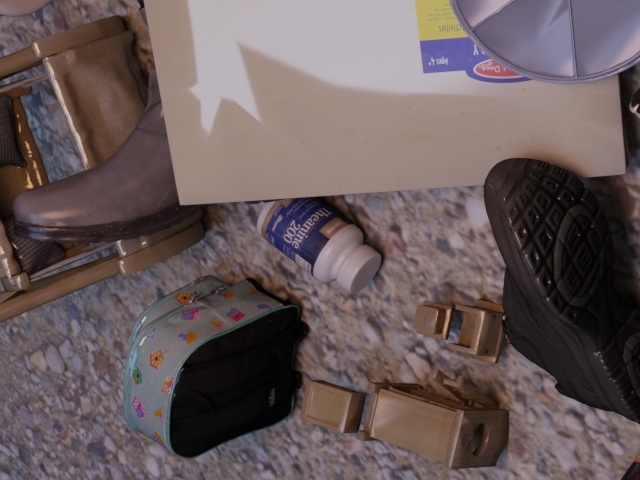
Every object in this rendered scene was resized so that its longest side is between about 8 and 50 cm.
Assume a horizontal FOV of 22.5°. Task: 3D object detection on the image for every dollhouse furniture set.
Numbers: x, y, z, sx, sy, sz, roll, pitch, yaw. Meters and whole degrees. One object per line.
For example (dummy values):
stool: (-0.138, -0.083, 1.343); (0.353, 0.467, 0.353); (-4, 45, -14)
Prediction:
dollhouse furniture set: (0.096, 0.124, 1.596); (0.182, 0.101, 0.160); (15, 93, 35)

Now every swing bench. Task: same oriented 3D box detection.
swing bench: (-0.281, -0.073, 1.672); (0.255, 0.165, 0.253); (-21, 97, 5)

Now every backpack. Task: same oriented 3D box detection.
backpack: (-0.124, 0.134, 1.688); (0.144, 0.188, 0.165); (26, 125, 28)

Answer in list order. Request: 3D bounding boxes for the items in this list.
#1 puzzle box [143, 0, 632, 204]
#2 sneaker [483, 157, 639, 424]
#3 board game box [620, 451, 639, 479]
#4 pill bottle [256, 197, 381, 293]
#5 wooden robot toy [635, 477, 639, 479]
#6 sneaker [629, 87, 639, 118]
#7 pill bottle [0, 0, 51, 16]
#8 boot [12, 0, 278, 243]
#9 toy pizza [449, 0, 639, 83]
puzzle box: (0.053, -0.175, 1.391); (0.409, 0.052, 0.272); (-3, 108, 14)
sneaker: (0.201, 0.051, 1.406); (0.130, 0.109, 0.286); (1, 130, 48)
board game box: (0.347, 0.259, 1.460); (0.165, 0.042, 0.243); (39, 129, 19)
pill bottle: (0.000, 0.000, 1.609); (0.120, 0.067, 0.067); (37, 128, 21)
wooden robot toy: (0.313, 0.230, 1.402); (0.079, 0.076, 0.173); (16, 119, 21)
sneaker: (0.311, -0.088, 1.279); (0.071, 0.170, 0.068); (41, 101, -22)
pill bottle: (-0.417, -0.336, 1.735); (0.283, 0.161, 0.161); (14, 117, 35)
boot: (-0.149, -0.133, 1.535); (0.118, 0.338, 0.222); (-146, 42, -65)
toy pizza: (0.199, -0.226, 1.293); (0.201, 0.032, 0.201); (5, 111, 12)
